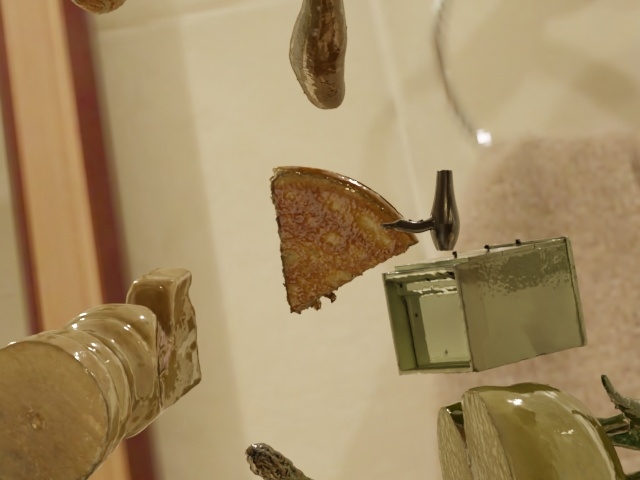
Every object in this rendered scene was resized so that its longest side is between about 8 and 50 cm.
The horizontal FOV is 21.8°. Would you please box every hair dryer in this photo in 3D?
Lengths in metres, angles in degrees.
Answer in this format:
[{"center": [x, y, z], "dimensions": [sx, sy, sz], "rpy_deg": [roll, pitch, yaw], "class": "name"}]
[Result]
[{"center": [0.095, -0.028, 1.591], "dimensions": [0.083, 0.079, 0.031], "rpy_deg": [-3, 1, -27], "class": "hair dryer"}]

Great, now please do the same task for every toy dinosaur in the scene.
[{"center": [0.496, 0.231, 2.098], "dimensions": [0.300, 0.087, 0.447], "rpy_deg": [-14, -25, 12], "class": "toy dinosaur"}]

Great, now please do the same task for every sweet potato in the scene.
[{"center": [-0.004, -0.255, 2.050], "dimensions": [0.077, 0.077, 0.244], "rpy_deg": [-9, -39, -4], "class": "sweet potato"}]

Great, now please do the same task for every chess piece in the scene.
[{"center": [-0.177, 0.115, 1.437], "dimensions": [0.137, 0.137, 0.301], "rpy_deg": [-19, 4, 21], "class": "chess piece"}]

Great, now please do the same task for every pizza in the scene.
[{"center": [0.000, 0.000, 2.085], "dimensions": [0.201, 0.053, 0.193], "rpy_deg": [33, -68, -4], "class": "pizza"}]

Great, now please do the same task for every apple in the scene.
[{"center": [0.229, 0.352, 1.943], "dimensions": [0.311, 0.360, 0.320], "rpy_deg": [-20, -12, 35], "class": "apple"}]

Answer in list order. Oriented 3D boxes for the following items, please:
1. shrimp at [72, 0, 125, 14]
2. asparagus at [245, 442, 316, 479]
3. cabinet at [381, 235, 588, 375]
[{"center": [-0.279, -0.392, 2.166], "dimensions": [0.133, 0.236, 0.053], "rpy_deg": [39, -39, -19], "class": "shrimp"}, {"center": [-0.035, 0.211, 1.500], "dimensions": [0.036, 0.030, 0.165], "rpy_deg": [26, -11, 28], "class": "asparagus"}, {"center": [0.209, 0.082, 2.126], "dimensions": [0.206, 0.150, 0.145], "rpy_deg": [-10, 1, -39], "class": "cabinet"}]
